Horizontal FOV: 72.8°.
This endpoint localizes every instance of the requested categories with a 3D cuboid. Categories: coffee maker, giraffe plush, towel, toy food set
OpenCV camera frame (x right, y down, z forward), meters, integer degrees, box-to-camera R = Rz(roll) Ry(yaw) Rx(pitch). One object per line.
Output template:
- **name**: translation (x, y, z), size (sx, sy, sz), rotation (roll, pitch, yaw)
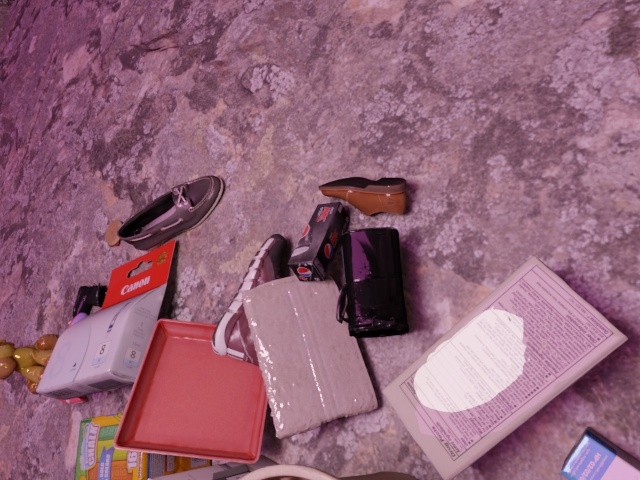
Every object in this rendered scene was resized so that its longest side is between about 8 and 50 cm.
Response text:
- **coffee maker**: translation (0.099, 0.069, 0.746), size (0.171, 0.120, 0.179), rotation (128, 140, -66)
- **giraffe plush**: translation (-0.916, 0.357, 1.311), size (0.210, 0.170, 0.182), rotation (26, 91, 36)
- **towel**: translation (-0.027, 0.195, 0.799), size (0.187, 0.049, 0.283), rotation (-14, 65, -10)
- **toy food set**: translation (-0.631, -0.021, 1.331), size (0.082, 0.020, 0.083), rotation (43, 100, 34)

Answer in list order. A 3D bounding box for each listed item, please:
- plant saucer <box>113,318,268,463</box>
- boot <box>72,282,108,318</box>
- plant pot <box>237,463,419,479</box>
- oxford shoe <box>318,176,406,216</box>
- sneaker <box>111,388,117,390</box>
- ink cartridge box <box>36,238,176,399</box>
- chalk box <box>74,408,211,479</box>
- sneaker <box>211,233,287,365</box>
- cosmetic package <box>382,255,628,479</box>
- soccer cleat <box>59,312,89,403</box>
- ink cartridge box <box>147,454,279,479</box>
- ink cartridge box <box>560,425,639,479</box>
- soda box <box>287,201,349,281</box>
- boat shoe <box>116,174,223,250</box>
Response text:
- **plant saucer**: translation (-0.228, 0.291, 0.854), size (0.258, 0.048, 0.259), rotation (7, 49, -2)
- **boot**: translation (-0.681, 0.187, 1.290), size (0.099, 0.045, 0.121), rotation (-3, 76, 26)
- **plant pot**: translation (0.052, 0.454, 0.572), size (0.333, 0.305, 0.334), rotation (-10, 71, 31)
- **oxford shoe**: translation (0.077, -0.085, 0.867), size (0.212, 0.076, 0.076), rotation (14, 123, 45)
- **sneaker**: translation (-0.469, 0.308, 1.089), size (0.237, 0.085, 0.086), rotation (-45, 52, 15)
- **ink cartridge box**: translation (-0.531, 0.183, 1.101), size (0.308, 0.091, 0.385), rotation (-21, 50, 30)
- **chalk box**: translation (-0.403, 0.467, 0.940), size (0.288, 0.179, 0.181), rotation (-20, 65, 27)
- **sneaker**: translation (-0.093, 0.132, 0.906), size (0.162, 0.106, 0.282), rotation (24, 68, 5)
- **cosmetic package**: translation (0.257, 0.183, 0.629), size (0.296, 0.129, 0.153), rotation (-45, 58, 13)
- **soccer cleat**: translation (-0.679, 0.332, 1.231), size (0.094, 0.083, 0.248), rotation (5, 76, 13)
- **ink cartridge box**: translation (-0.175, 0.499, 0.727), size (0.114, 0.272, 0.199), rotation (11, 82, 37)
- **ink cartridge box**: translation (0.393, 0.312, 0.516), size (0.181, 0.104, 0.062), rotation (34, 95, 35)
- **soda box**: translation (0.000, 0.000, 0.850), size (0.060, 0.053, 0.169), rotation (-4, 43, 31)
- **boat shoe**: translation (-0.403, -0.072, 1.153), size (0.335, 0.095, 0.112), rotation (-31, 61, 22)
